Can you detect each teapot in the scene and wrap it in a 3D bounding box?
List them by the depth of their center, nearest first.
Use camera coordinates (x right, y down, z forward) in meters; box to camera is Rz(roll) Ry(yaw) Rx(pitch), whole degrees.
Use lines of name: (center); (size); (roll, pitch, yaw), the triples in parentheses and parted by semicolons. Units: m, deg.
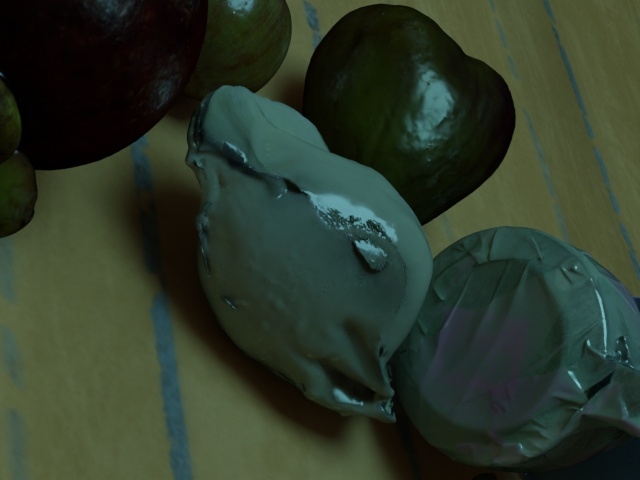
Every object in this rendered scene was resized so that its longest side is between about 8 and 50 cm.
teapot: (0.181, 0.079, 1.169); (0.178, 0.221, 0.163); (18, 67, -54)

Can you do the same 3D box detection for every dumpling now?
dumpling: (0.000, 0.000, 1.115); (0.247, 0.142, 0.172); (62, 21, -17)

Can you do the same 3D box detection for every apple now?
apple: (-0.082, -0.157, 1.193); (0.126, 0.126, 0.102); (46, 73, -13)

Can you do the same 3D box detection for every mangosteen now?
mangosteen: (-0.180, -0.113, 0.945); (0.215, 0.215, 0.258); (34, 66, -31)

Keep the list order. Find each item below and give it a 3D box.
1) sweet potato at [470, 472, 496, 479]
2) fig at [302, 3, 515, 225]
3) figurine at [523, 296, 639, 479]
sweet potato: (0.158, 0.283, 1.116); (0.273, 0.075, 0.075); (60, 30, 5)
fig: (0.043, -0.065, 1.271); (0.170, 0.145, 0.274); (43, 48, -12)
figurine: (0.355, 0.133, 1.385); (0.248, 0.277, 0.388); (18, 7, 31)
